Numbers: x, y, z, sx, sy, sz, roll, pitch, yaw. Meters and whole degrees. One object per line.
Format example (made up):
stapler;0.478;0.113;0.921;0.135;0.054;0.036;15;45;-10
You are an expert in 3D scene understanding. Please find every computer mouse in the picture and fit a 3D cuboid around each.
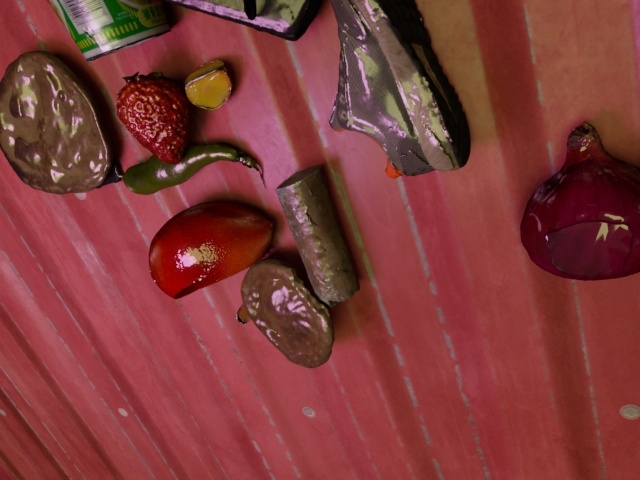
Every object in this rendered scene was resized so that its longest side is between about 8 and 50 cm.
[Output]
computer mouse;-0.116;-0.398;0.617;0.269;0.100;0.170;21;123;2

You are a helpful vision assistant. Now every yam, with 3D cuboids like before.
yam;0.000;0.000;0.793;0.093;0.093;0.260;-9;113;25

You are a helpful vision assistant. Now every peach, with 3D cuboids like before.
peach;-0.186;-0.268;0.743;0.077;0.050;0.083;18;135;-16
peach;-0.224;0.013;0.848;0.267;0.154;0.159;-19;107;29

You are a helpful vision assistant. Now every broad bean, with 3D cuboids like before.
broad bean;-0.264;-0.133;0.846;0.317;0.056;0.098;1;116;19

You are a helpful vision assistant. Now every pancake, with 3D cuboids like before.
pancake;-0.070;0.147;0.861;0.222;0.042;0.237;-22;98;43
pancake;-0.543;-0.220;0.891;0.294;0.049;0.295;7;116;15

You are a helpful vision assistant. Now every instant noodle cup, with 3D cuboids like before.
instant noodle cup;-0.338;-0.407;0.654;0.206;0.207;0.233;-5;121;24

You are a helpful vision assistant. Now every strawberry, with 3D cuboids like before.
strawberry;-0.291;-0.212;0.767;0.131;0.131;0.148;11;99;16

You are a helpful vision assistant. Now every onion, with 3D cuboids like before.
onion;0.374;-0.050;0.600;0.195;0.140;0.218;-4;112;30

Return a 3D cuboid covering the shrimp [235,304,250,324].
shrimp;-0.107;0.194;0.965;0.165;0.049;0.161;-9;110;27

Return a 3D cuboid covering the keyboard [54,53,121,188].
keyboard;-0.498;-0.235;0.905;0.106;0.016;0.263;-10;112;25

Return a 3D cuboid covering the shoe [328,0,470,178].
shoe;0.073;-0.229;0.631;0.170;0.132;0.337;-20;111;39

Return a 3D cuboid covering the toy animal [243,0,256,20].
toy animal;-0.076;-0.351;0.508;0.272;0.197;0.161;-9;90;-8
